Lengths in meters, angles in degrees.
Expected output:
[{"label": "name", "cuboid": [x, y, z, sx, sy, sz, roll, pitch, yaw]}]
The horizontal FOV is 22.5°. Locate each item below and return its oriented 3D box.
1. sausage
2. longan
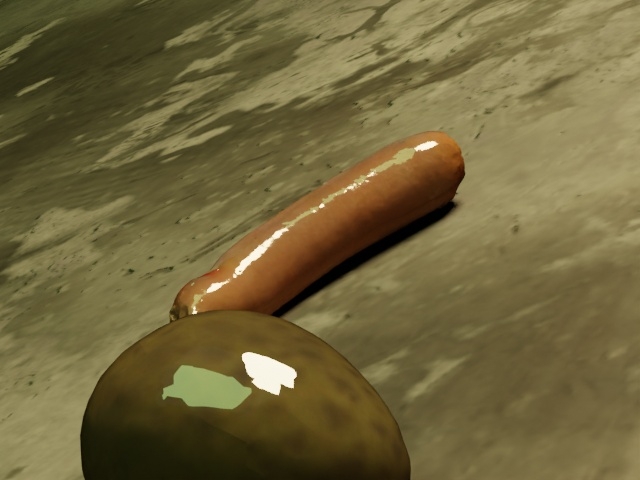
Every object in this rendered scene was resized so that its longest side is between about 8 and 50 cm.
[{"label": "sausage", "cuboid": [0.000, -0.001, 0.778, 0.177, 0.040, 0.047, -32, 27, -25]}, {"label": "longan", "cuboid": [-0.021, 0.070, 0.523, 0.113, 0.092, 0.113, 11, -9, 2]}]
